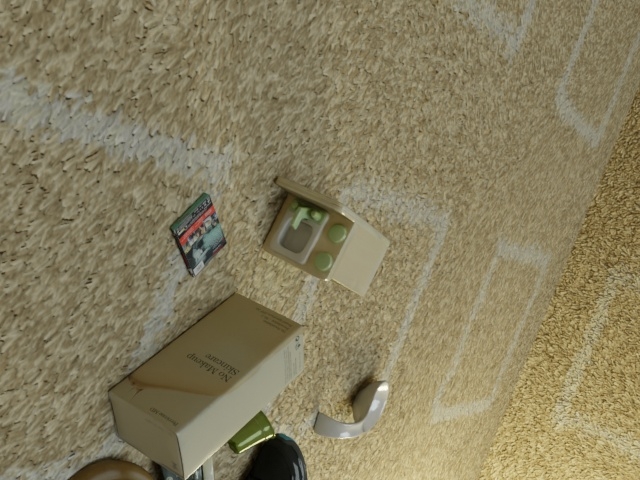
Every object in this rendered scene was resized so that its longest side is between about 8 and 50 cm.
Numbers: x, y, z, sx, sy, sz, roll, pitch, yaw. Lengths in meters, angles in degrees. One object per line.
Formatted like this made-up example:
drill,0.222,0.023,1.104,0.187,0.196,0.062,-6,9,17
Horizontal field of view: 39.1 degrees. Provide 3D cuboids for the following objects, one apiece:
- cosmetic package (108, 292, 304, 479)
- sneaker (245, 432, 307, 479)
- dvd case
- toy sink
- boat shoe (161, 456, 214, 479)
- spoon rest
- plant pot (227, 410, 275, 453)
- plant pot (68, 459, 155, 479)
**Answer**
cosmetic package,-0.181,0.233,1.505,0.309,0.160,0.113,-39,140,-42
sneaker,-0.129,0.567,1.870,0.139,0.125,0.341,5,104,-54
dvd case,-0.195,-0.007,1.453,0.087,0.013,0.119,-50,146,-27
toy sink,0.000,0.000,1.640,0.131,0.152,0.234,-63,152,-4
boat shoe,-0.251,0.490,1.675,0.099,0.116,0.320,-1,130,-11
spoon rest,0.095,0.420,2.175,0.276,0.084,0.137,-12,121,-55
plant pot,-0.145,0.375,1.761,0.079,0.083,0.083,-34,140,-26
plant pot,-0.343,0.475,1.451,0.236,0.032,0.236,-4,97,-43
